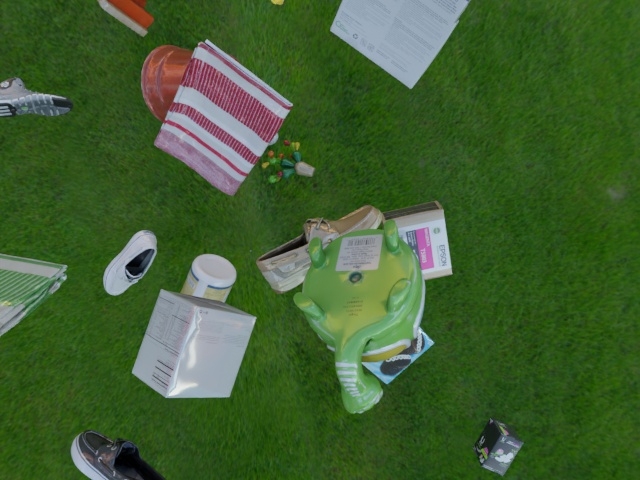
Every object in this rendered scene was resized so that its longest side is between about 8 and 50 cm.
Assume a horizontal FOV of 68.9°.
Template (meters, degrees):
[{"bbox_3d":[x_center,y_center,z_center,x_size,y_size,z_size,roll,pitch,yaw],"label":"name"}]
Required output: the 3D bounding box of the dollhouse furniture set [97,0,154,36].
[{"bbox_3d":[-0.172,-0.389,0.552,0.259,0.262,0.135,-38,72,14],"label":"dollhouse furniture set"}]

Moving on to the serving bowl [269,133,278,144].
[{"bbox_3d":[-0.199,-0.380,1.730,0.083,0.083,0.027,7,60,-8],"label":"serving bowl"}]

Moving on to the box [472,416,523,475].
[{"bbox_3d":[0.359,0.418,0.951,0.052,0.062,0.083,25,101,-5],"label":"box"}]

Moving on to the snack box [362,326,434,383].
[{"bbox_3d":[0.158,0.249,1.279,0.187,0.060,0.322,-42,123,4],"label":"snack box"}]

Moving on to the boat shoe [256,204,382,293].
[{"bbox_3d":[0.000,0.000,1.176,0.341,0.121,0.110,-34,108,-4],"label":"boat shoe"}]

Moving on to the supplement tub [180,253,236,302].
[{"bbox_3d":[-0.369,0.159,1.503,0.144,0.144,0.200,26,116,-7],"label":"supplement tub"}]

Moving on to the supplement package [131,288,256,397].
[{"bbox_3d":[-0.295,0.245,1.103,0.194,0.149,0.203,25,82,-52],"label":"supplement package"}]

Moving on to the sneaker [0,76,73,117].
[{"bbox_3d":[-0.916,-0.466,1.477,0.228,0.086,0.132,-9,64,-24],"label":"sneaker"}]

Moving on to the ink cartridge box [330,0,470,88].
[{"bbox_3d":[0.152,-0.450,0.923,0.223,0.224,0.045,36,57,-1],"label":"ink cartridge box"}]

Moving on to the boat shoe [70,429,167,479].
[{"bbox_3d":[-0.339,0.380,0.796,0.228,0.080,0.076,25,92,34],"label":"boat shoe"}]

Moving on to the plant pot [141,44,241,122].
[{"bbox_3d":[-0.409,-0.522,1.584,0.264,0.272,0.273,11,86,30],"label":"plant pot"}]

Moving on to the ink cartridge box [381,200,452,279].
[{"bbox_3d":[0.306,0.012,1.492,0.193,0.088,0.235,-13,112,5],"label":"ink cartridge box"}]

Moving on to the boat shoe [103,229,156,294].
[{"bbox_3d":[-0.576,0.086,1.408,0.095,0.084,0.258,15,122,-41],"label":"boat shoe"}]

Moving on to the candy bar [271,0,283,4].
[{"bbox_3d":[-0.081,-0.195,0.328,0.161,0.018,0.040,-26,127,-48],"label":"candy bar"}]

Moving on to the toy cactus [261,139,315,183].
[{"bbox_3d":[-0.106,-0.285,1.704,0.180,0.112,0.219,19,44,9],"label":"toy cactus"}]

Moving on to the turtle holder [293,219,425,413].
[{"bbox_3d":[0.103,0.139,0.908,0.243,0.320,0.228,-27,134,2],"label":"turtle holder"}]

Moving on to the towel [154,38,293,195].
[{"bbox_3d":[-0.238,-0.266,1.092,0.237,0.329,0.037,34,44,-12],"label":"towel"}]

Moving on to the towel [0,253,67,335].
[{"bbox_3d":[-0.529,0.102,0.605,0.247,0.325,0.038,11,117,0],"label":"towel"}]
